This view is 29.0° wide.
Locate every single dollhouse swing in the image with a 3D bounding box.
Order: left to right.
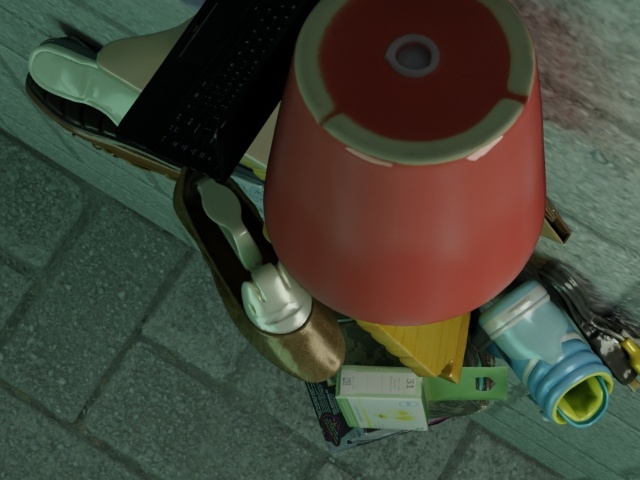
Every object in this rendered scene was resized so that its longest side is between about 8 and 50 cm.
[{"bbox_3d":[0.000,0.000,1.659,0.304,0.315,0.347,-5,150,31],"label":"dollhouse swing"}]

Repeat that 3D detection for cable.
[{"bbox_3d":[0.389,0.109,1.717,0.287,0.072,0.139,51,180,-25],"label":"cable"}]

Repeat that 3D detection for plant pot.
[{"bbox_3d":[0.078,-0.094,1.087,0.275,0.275,0.243,30,158,16],"label":"plant pot"}]

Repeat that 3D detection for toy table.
[{"bbox_3d":[-0.107,-0.198,1.390,0.274,0.161,0.252,30,170,12],"label":"toy table"}]

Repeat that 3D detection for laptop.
[{"bbox_3d":[-0.082,-0.188,1.130,0.264,0.234,0.136,25,166,40],"label":"laptop"}]

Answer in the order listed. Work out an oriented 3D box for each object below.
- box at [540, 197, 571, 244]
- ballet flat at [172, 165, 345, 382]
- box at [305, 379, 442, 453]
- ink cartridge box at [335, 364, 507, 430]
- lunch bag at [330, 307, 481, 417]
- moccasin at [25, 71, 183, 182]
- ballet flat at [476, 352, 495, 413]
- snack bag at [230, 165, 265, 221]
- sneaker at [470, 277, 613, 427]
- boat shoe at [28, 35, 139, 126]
[{"bbox_3d":[0.190,-0.069,1.487,0.201,0.021,0.164,23,167,41],"label":"box"},{"bbox_3d":[-0.086,0.026,1.564,0.342,0.116,0.124,58,171,21],"label":"ballet flat"},{"bbox_3d":[0.120,0.258,2.159,0.142,0.247,0.163,-41,64,54],"label":"box"},{"bbox_3d":[0.148,0.226,1.767,0.235,0.056,0.171,2,158,9],"label":"ink cartridge box"},{"bbox_3d":[0.139,0.124,1.934,0.212,0.256,0.305,-5,158,18],"label":"lunch bag"},{"bbox_3d":[-0.351,-0.211,2.209,0.379,0.139,0.147,22,163,3],"label":"moccasin"},{"bbox_3d":[0.217,0.193,2.396,0.182,0.164,0.482,12,-169,-40],"label":"ballet flat"},{"bbox_3d":[-0.170,-0.081,2.427,0.342,0.037,0.323,26,162,34],"label":"snack bag"},{"bbox_3d":[0.321,0.180,1.772,0.208,0.127,0.319,54,-177,13],"label":"sneaker"},{"bbox_3d":[-0.331,-0.257,2.088,0.319,0.116,0.099,25,-147,4],"label":"boat shoe"}]
